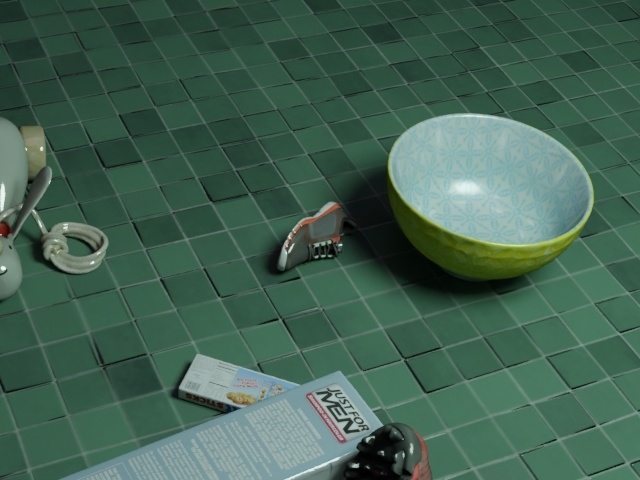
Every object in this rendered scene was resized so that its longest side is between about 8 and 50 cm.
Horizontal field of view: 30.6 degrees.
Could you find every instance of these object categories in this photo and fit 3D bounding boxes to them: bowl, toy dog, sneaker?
[{"bbox_3d":[0.227,-0.034,1.669,0.289,0.156,0.289,5,42,-4],"label":"bowl"},{"bbox_3d":[-0.447,-0.086,1.616,0.220,0.161,0.334,-21,50,-28],"label":"toy dog"},{"bbox_3d":[0.000,0.000,1.671,0.065,0.061,0.158,33,48,17],"label":"sneaker"},{"bbox_3d":[0.088,0.314,1.213,0.135,0.276,0.097,-4,15,-34],"label":"sneaker"}]

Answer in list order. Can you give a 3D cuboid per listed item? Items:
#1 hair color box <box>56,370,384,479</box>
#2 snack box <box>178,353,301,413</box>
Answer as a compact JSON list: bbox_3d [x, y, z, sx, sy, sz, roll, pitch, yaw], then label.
[{"bbox_3d":[-0.117,0.294,1.235,0.374,0.185,0.113,-18,47,-26],"label":"hair color box"},{"bbox_3d":[-0.084,0.194,1.470,0.178,0.022,0.064,16,42,9],"label":"snack box"}]
